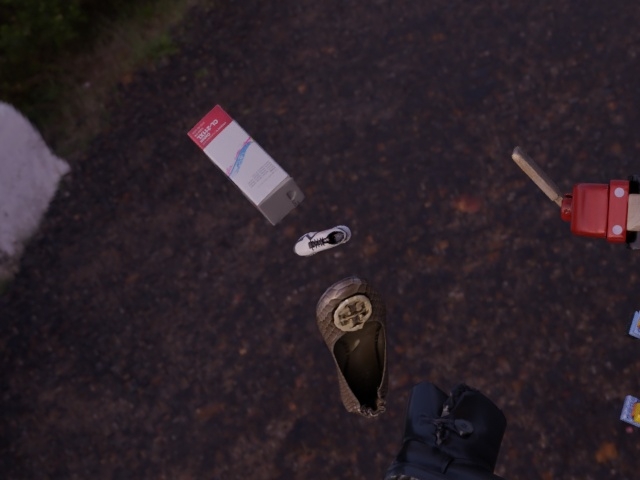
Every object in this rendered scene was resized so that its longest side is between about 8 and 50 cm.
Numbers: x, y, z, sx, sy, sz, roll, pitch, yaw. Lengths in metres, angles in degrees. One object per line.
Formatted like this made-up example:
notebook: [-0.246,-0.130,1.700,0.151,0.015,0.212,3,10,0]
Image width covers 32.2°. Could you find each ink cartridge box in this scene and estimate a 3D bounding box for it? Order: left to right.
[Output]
ink cartridge box: [-0.118,-0.119,1.779,0.072,0.127,0.175,-43,72,-3]

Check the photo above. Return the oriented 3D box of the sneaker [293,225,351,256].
sneaker: [0.000,0.000,1.990,0.109,0.040,0.044,-21,2,10]

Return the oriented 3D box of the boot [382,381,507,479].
boot: [0.202,0.269,1.310,0.246,0.094,0.207,19,32,9]

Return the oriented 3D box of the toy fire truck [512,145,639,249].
toy fire truck: [0.431,-0.072,1.801,0.246,0.159,0.217,3,4,14]

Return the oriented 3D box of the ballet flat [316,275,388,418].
ballet flat: [0.046,0.134,1.289,0.084,0.250,0.058,-18,49,-9]

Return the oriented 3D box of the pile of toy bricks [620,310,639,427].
pile of toy bricks: [0.440,0.143,1.344,0.105,0.118,0.212,142,149,-71]
